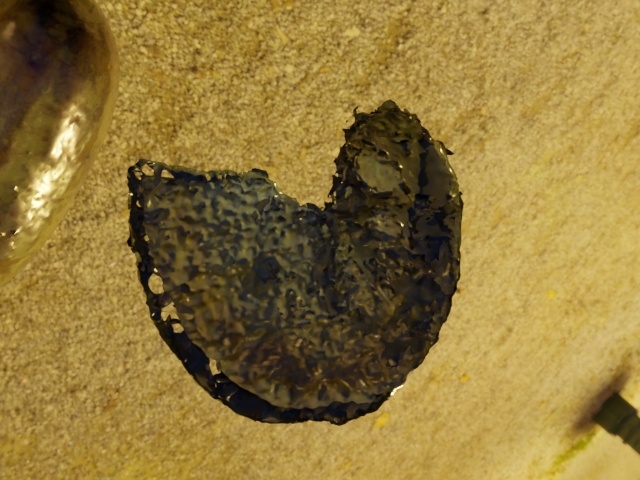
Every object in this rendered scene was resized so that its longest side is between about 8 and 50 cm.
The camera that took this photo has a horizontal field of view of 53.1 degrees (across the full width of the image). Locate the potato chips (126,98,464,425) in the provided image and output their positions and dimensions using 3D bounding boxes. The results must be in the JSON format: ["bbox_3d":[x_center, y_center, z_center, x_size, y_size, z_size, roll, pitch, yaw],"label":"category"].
[{"bbox_3d":[-0.001,0.001,0.397,0.220,0.202,0.029,-35,173,-20],"label":"potato chips"}]

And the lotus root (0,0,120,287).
[{"bbox_3d":[-0.240,-0.087,0.446,0.309,0.173,0.173,-53,140,6],"label":"lotus root"}]
